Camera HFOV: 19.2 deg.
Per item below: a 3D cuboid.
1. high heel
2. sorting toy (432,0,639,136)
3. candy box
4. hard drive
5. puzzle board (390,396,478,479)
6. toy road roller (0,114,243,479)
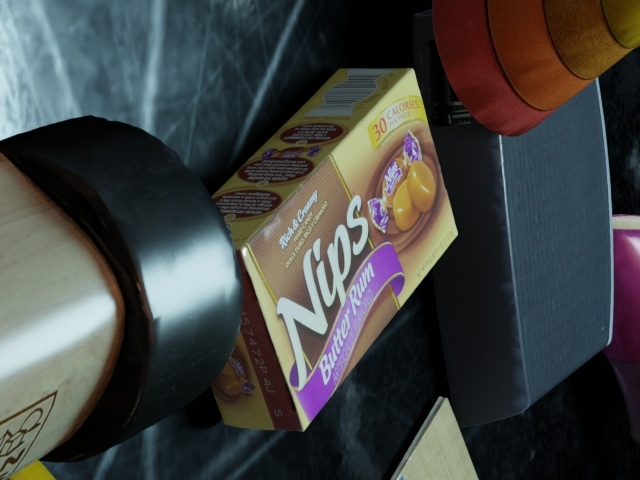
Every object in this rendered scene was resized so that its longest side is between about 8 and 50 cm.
[{"bbox_3d":[0.304,-0.027,1.386,0.377,0.127,0.181,-52,134,-44],"label":"high heel"},{"bbox_3d":[0.089,-0.222,0.986,0.365,0.126,0.127,60,42,-25],"label":"sorting toy"},{"bbox_3d":[0.000,0.000,0.975,0.186,0.053,0.109,-49,131,-47],"label":"candy box"},{"bbox_3d":[0.125,-0.027,1.167,0.172,0.054,0.254,-27,114,-54],"label":"hard drive"},{"bbox_3d":[0.070,0.172,1.133,0.096,0.011,0.128,-54,133,-40],"label":"puzzle board"},{"bbox_3d":[-0.203,0.046,0.551,0.202,0.240,0.329,-27,156,-54],"label":"toy road roller"}]
